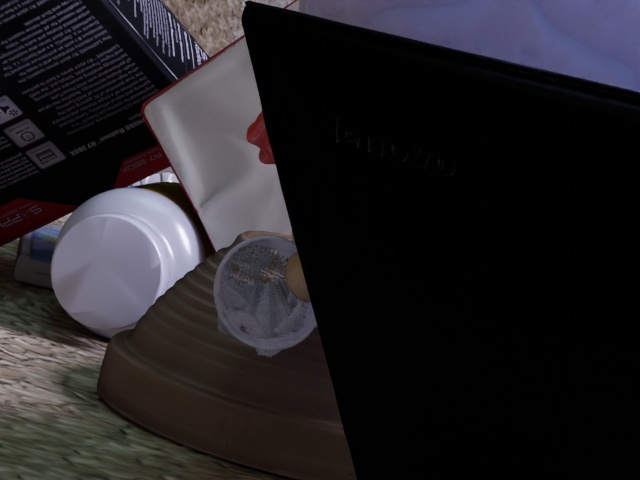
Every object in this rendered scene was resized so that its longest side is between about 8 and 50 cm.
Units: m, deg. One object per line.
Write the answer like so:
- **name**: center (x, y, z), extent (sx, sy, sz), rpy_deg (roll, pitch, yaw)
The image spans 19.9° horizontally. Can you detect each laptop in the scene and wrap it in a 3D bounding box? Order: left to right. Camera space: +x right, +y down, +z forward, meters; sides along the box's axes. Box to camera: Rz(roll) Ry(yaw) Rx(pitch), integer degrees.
- **laptop**: center (0.207, 0.083, 0.735), extent (0.408, 0.236, 0.382), rpy_deg (8, 9, -43)

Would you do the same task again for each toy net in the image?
- **toy net**: center (0.000, 0.000, 0.873), extent (0.122, 0.045, 0.232), rpy_deg (21, -41, -24)

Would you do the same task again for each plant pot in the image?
- **plant pot**: center (-0.003, 0.061, 1.061), extent (0.237, 0.109, 0.237), rpy_deg (13, 7, -2)

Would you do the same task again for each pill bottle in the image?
- **pill bottle**: center (-0.122, 0.014, 1.241), extent (0.103, 0.103, 0.184), rpy_deg (15, 6, 7)

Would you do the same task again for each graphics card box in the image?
- **graphics card box**: center (-0.257, -0.159, 1.282), extent (0.233, 0.094, 0.371), rpy_deg (-24, -42, 18)

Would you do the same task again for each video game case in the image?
- **video game case**: center (-0.145, 0.026, 1.456), extent (0.193, 0.023, 0.212), rpy_deg (13, 6, -10)

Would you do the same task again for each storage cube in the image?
- **storage cube**: center (0.024, -0.048, 1.257), extent (0.183, 0.215, 0.193), rpy_deg (63, 16, 17)

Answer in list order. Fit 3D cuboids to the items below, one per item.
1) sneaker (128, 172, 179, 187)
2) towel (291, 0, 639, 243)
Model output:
- **sneaker**: center (-0.078, 0.002, 1.628), extent (0.235, 0.090, 0.095), rpy_deg (16, -7, -12)
- **towel**: center (0.150, -0.048, 0.855), extent (0.332, 0.317, 0.053), rpy_deg (13, 51, 7)
